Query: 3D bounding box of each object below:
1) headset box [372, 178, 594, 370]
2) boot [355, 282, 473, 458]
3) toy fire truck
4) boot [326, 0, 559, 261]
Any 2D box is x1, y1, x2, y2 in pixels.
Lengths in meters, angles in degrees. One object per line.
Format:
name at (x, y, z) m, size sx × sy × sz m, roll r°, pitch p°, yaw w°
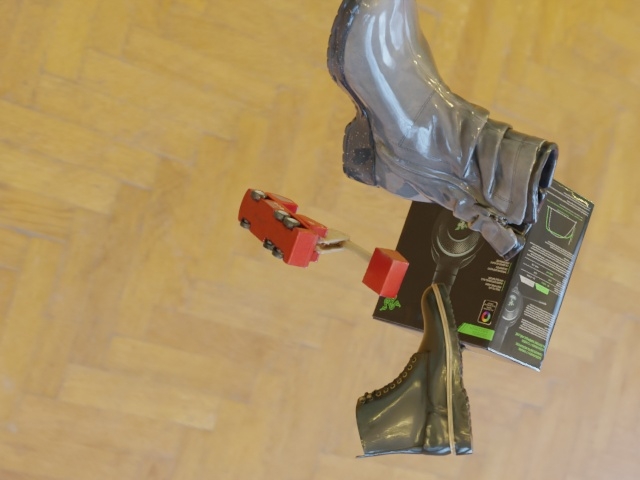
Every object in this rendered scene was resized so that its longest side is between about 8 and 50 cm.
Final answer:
headset box at (0.235, 0.041, 1.919) m, size 0.131 × 0.246 × 0.283 m, roll 24°, pitch 83°, yaw -41°
boot at (0.097, 0.153, 1.488) m, size 0.077 × 0.137 × 0.197 m, roll 53°, pitch 30°, yaw -73°
toy fire truck at (0.000, 0.000, 1.502) m, size 0.135 × 0.192 × 0.047 m, roll 11°, pitch 107°, yaw -34°
boot at (0.133, -0.128, 1.264) m, size 0.118 × 0.223 × 0.338 m, roll -54°, pitch 158°, yaw -20°
